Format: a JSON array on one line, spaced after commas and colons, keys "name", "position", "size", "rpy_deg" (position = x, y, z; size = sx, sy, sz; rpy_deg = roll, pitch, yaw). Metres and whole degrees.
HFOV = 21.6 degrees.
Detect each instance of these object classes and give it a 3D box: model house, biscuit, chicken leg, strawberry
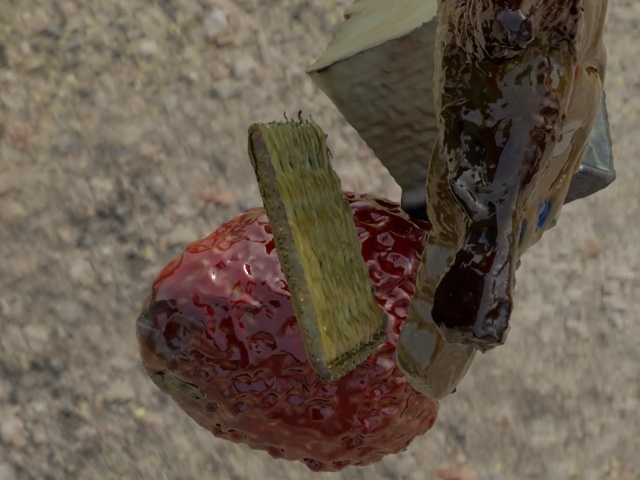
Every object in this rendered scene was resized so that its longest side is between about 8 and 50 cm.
[{"name": "model house", "position": [0.177, -0.160, 1.643], "size": [0.243, 0.284, 0.298], "rpy_deg": [-15, 27, 38]}, {"name": "biscuit", "position": [0.121, -0.043, 1.085], "size": [0.047, 0.183, 0.320], "rpy_deg": [27, 99, 29]}, {"name": "chicken leg", "position": [0.102, -0.104, 0.900], "size": [0.083, 0.322, 0.177], "rpy_deg": [6, 35, 2]}, {"name": "strawberry", "position": [-0.003, 0.097, 1.667], "size": [0.292, 0.291, 0.310], "rpy_deg": [23, 24, 20]}, {"name": "biscuit", "position": [0.001, 0.000, 0.909], "size": [0.016, 0.203, 0.144], "rpy_deg": [-16, 92, 11]}]
